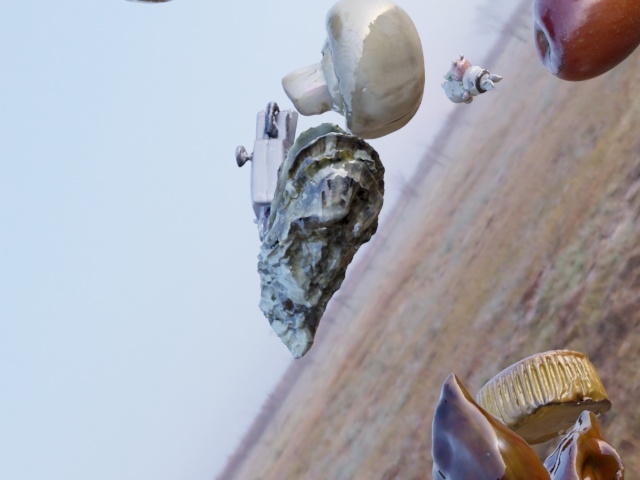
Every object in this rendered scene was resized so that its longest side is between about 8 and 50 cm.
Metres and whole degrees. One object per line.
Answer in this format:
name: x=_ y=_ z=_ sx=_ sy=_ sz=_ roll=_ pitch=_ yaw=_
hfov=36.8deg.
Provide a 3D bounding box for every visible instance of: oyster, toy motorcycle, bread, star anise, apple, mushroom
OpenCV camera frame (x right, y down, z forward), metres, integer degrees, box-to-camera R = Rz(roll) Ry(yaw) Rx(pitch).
oyster: x=-0.004 y=0.004 z=1.396 sx=0.158 sy=0.162 sz=0.351 roll=-85 pitch=9 yaw=-75
toy motorcycle: x=-0.076 y=-0.103 z=1.672 sx=0.171 sy=0.110 sz=0.260 roll=46 pitch=-137 yaw=-77
bread: x=0.342 y=0.245 z=1.500 sx=0.199 sy=0.199 sz=0.104 roll=111 pitch=149 yaw=-55
star anise: x=0.118 y=0.155 z=0.440 sx=0.111 sy=0.212 sz=0.196 roll=82 pitch=176 yaw=-54
apple: x=0.418 y=-0.342 z=1.504 sx=0.181 sy=0.168 sz=0.181 roll=165 pitch=90 yaw=-87
mushroom: x=0.051 y=-0.280 z=1.590 sx=0.254 sy=0.234 sz=0.260 roll=-99 pitch=-4 yaw=-49

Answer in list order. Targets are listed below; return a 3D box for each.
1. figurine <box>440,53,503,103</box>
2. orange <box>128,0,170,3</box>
figurine: x=0.306 y=-0.335 z=2.014 sx=0.081 sy=0.098 sz=0.146 roll=-67 pitch=13 yaw=-12
orange: x=-0.282 y=-0.484 z=1.567 sx=0.240 sy=0.240 sz=0.171 roll=96 pitch=170 yaw=-75
